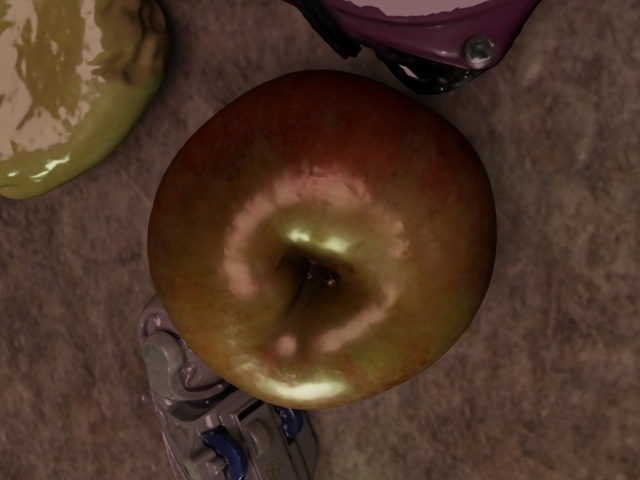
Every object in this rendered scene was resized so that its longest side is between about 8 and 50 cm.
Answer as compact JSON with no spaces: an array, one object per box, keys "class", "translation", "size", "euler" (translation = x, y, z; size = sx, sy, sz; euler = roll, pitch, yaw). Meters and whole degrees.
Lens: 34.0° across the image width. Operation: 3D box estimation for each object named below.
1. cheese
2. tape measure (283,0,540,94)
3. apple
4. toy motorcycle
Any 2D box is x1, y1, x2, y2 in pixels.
[{"class":"cheese","translation":[-0.208,-0.133,0.666],"size":[0.226,0.117,0.213],"euler":[-21,107,14]},{"class":"tape measure","translation":[0.045,-0.209,0.559],"size":[0.232,0.149,0.245],"euler":[22,111,7]},{"class":"apple","translation":[0.000,0.000,0.629],"size":[0.210,0.164,0.209],"euler":[3,109,8]},{"class":"toy motorcycle","translation":[-0.066,0.149,0.736],"size":[0.113,0.112,0.254],"euler":[-16,102,18]}]
